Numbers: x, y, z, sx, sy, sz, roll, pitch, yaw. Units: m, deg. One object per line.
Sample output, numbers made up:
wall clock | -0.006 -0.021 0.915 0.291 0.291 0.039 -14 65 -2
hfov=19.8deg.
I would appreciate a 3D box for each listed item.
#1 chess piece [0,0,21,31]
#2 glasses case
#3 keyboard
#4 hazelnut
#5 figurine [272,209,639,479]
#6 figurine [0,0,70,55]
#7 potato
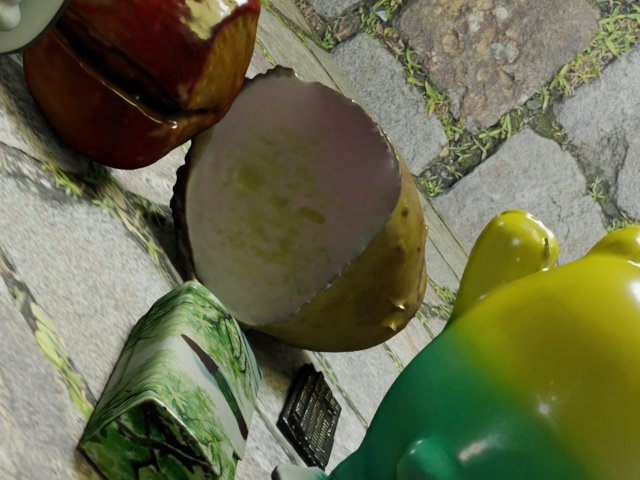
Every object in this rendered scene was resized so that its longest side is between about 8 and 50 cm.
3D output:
chess piece | -0.193 -0.127 0.931 0.139 0.271 0.139 52 10 -13
glasses case | -0.089 0.107 1.215 0.095 0.062 0.272 51 10 -10
keyboard | -0.006 0.150 1.587 0.060 0.018 0.195 55 10 -6
hazelnut | -0.145 -0.161 1.495 0.178 0.204 0.178 37 7 -6
figurine | 0.156 0.154 1.374 0.324 0.340 0.231 56 10 24
figurine | -0.250 -0.235 1.266 0.141 0.250 0.166 18 35 -40
potato | 0.000 0.000 1.632 0.229 0.229 0.266 57 6 21
